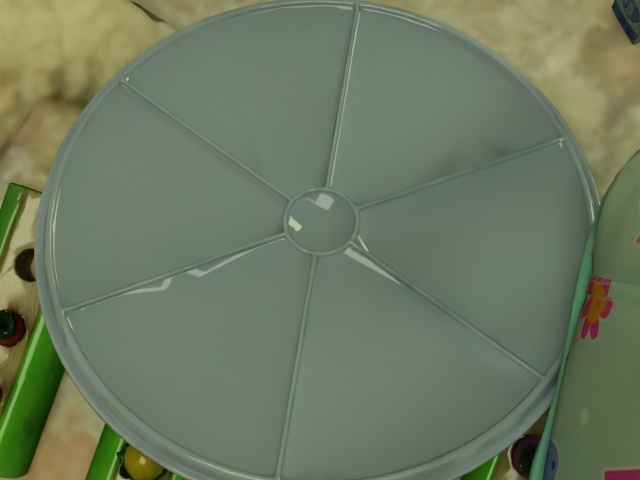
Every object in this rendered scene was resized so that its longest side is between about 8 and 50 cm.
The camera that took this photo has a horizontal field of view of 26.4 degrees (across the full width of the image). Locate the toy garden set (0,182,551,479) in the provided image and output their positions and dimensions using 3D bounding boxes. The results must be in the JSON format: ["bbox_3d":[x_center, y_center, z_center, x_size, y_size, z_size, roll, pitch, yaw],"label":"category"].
[{"bbox_3d":[-0.042,0.113,0.503,0.244,0.049,0.203,20,90,7],"label":"toy garden set"}]

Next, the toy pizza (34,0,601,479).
[{"bbox_3d":[0.000,0.000,0.489,0.201,0.032,0.201,0,63,0],"label":"toy pizza"}]

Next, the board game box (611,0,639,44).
[{"bbox_3d":[0.148,-0.106,0.472,0.090,0.090,0.020,-30,85,4],"label":"board game box"}]

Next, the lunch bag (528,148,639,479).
[{"bbox_3d":[0.182,0.102,0.427,0.224,0.108,0.279,11,91,-14],"label":"lunch bag"}]
